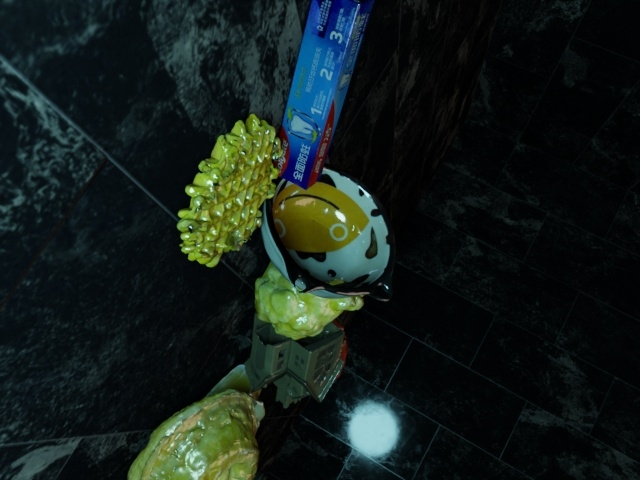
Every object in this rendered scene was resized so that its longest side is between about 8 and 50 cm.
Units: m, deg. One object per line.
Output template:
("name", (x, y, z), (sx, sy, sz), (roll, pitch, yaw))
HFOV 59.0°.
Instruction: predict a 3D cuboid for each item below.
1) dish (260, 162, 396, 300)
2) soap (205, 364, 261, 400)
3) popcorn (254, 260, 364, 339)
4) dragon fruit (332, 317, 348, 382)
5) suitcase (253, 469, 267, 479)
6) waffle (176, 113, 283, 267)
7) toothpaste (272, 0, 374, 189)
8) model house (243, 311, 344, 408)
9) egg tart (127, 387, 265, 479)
("dish", (0.000, 0.000, 1.055), (0.120, 0.303, 0.303), (-42, -174, 48))
("soap", (-0.240, 0.459, 1.390), (0.173, 0.089, 0.274), (-37, 151, -58))
("popcorn", (-0.013, 0.080, 1.233), (0.252, 0.215, 0.286), (-5, -130, 51))
("dragon fruit", (-0.034, 0.293, 1.556), (0.241, 0.241, 0.252), (-49, 178, -43))
("suitcase", (-0.321, 0.857, 1.671), (0.434, 0.194, 0.283), (-53, 165, -38))
("waffle", (-0.128, -0.069, 0.844), (0.232, 0.051, 0.229), (-59, 164, -16))
("toothpaste", (-0.004, -0.236, 0.908), (0.066, 0.076, 0.320), (-47, 161, -51))
("model house", (-0.084, 0.302, 1.347), (0.204, 0.211, 0.243), (-17, 127, -43))
("egg tart", (-0.232, 0.461, 1.157), (0.341, 0.129, 0.341), (-29, 132, -38))
